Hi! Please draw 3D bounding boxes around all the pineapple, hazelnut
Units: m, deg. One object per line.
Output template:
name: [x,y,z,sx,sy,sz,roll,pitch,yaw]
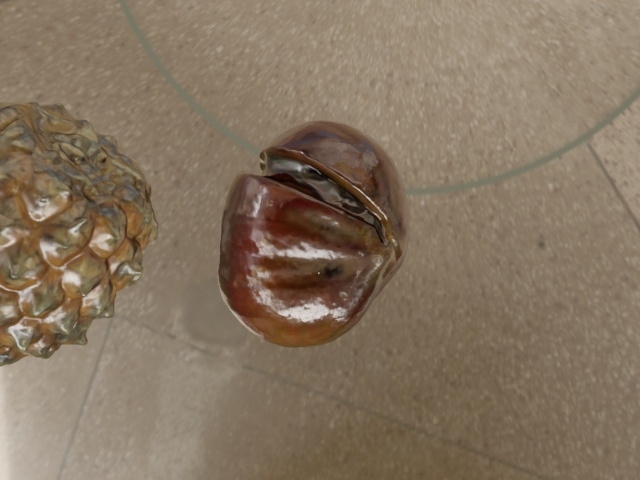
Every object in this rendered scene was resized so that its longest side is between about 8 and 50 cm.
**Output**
pineapple: [-0.202,0.011,0.694,0.166,0.166,0.193,36,110,-7]
hazelnut: [0.000,0.000,0.971,0.178,0.178,0.204,36,74,-7]
